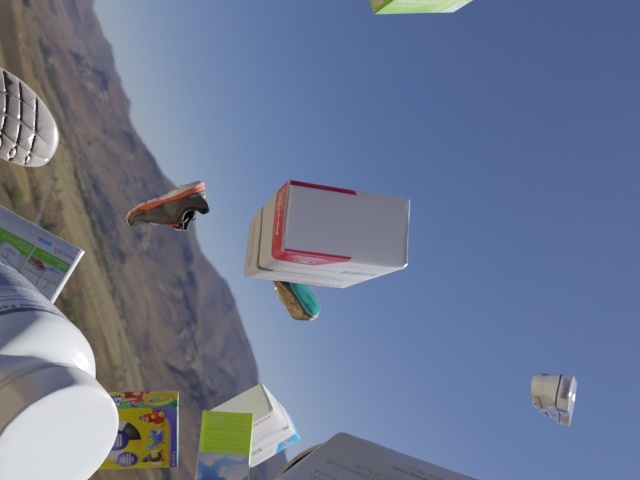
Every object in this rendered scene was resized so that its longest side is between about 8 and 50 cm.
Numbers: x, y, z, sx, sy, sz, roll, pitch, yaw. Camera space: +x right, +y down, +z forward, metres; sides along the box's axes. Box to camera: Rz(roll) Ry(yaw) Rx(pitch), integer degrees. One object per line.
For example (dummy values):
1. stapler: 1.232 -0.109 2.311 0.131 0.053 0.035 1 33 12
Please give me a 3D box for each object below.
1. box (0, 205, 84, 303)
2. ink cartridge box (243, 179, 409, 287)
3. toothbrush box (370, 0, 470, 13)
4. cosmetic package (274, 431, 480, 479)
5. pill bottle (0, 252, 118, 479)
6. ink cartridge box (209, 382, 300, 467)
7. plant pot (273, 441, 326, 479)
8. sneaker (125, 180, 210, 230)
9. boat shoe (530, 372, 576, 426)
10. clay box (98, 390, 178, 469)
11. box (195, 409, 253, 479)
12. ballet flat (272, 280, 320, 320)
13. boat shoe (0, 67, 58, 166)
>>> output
1. box: -0.678 0.059 1.458 0.262 0.231 0.127 31 -14 -20
2. ink cartridge box: 0.000 0.000 0.991 0.237 0.172 0.100 150 -53 -69
3. toothbrush box: 0.228 -0.473 1.096 0.283 0.206 0.122 -18 -92 53
4. cosmetic package: -0.046 0.335 0.453 0.161 0.453 0.230 11 -73 33
5. pill bottle: -0.351 0.129 0.733 0.318 0.176 0.176 30 -38 38
6. ink cartridge box: -0.157 0.449 1.679 0.086 0.148 0.203 60 -2 41
7. plant pot: 0.011 0.441 1.058 0.254 0.237 0.237 116 -47 -66
8. sneaker: -0.236 -0.039 1.071 0.061 0.158 0.065 -31 99 -58
9. boat shoe: 0.474 0.314 1.417 0.258 0.084 0.095 55 50 -57
10. clay box: -0.347 0.315 1.145 0.053 0.222 0.127 -112 -156 -64
11. box: -0.199 0.447 1.434 0.042 0.109 0.178 102 -8 -66
12. ballet flat: -0.077 0.072 1.358 0.067 0.073 0.206 -25 -85 41
13. boat shoe: -0.585 -0.248 1.117 0.130 0.132 0.355 24 -13 47
